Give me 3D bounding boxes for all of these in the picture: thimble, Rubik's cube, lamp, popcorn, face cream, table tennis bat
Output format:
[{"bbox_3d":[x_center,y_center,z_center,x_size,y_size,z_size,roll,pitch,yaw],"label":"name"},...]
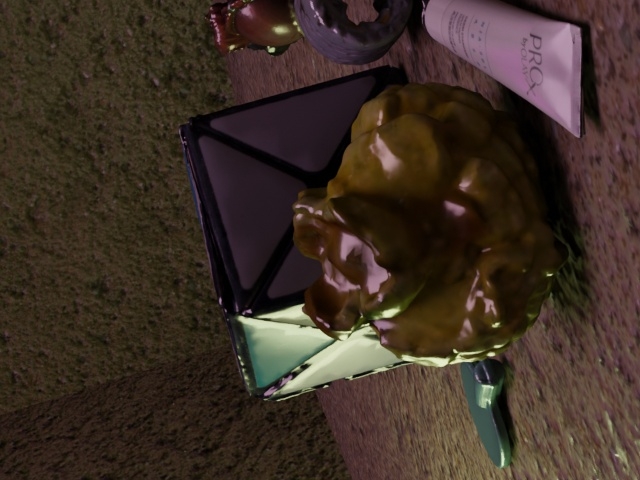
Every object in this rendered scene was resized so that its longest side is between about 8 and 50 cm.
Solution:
[{"bbox_3d":[0.035,-0.283,1.449,0.118,0.127,0.151,137,121,-80],"label":"thimble"},{"bbox_3d":[0.000,0.000,1.634,0.305,0.310,0.307,91,163,-64],"label":"Rubik's cube"},{"bbox_3d":[-0.071,-0.378,1.950,0.223,0.215,0.151,4,105,54],"label":"lamp"},{"bbox_3d":[0.103,-0.009,1.191,0.258,0.270,0.224,29,-170,-16],"label":"popcorn"},{"bbox_3d":[0.162,-0.167,1.080,0.243,0.058,0.092,-132,31,-59],"label":"face cream"},{"bbox_3d":[0.212,0.205,1.600,0.237,0.038,0.149,78,174,-62],"label":"table tennis bat"}]

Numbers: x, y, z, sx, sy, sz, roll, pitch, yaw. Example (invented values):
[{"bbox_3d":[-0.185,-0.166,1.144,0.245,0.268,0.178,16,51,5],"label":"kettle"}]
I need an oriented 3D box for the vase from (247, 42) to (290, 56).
[{"bbox_3d":[-0.090,-0.439,2.165,0.237,0.115,0.115,92,160,-56],"label":"vase"}]
